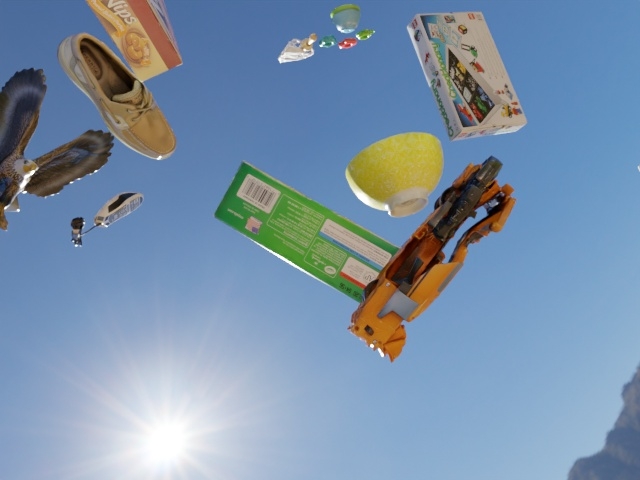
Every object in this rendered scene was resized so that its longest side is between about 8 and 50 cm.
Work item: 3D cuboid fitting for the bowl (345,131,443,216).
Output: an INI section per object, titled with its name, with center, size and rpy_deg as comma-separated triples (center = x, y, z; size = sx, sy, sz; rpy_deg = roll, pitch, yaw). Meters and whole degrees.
[bowl]
center = 0.228, -0.160, 1.525
size = 0.289, 0.156, 0.289
rpy_deg = -13, -21, -5

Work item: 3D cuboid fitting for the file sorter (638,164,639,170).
[file sorter]
center = 0.607, -0.042, 0.686
size = 0.277, 0.173, 0.193
rpy_deg = 19, -39, -23

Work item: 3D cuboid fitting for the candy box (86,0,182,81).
[candy box]
center = -0.342, -0.448, 0.937
size = 0.087, 0.317, 0.183
rpy_deg = -24, -37, 2

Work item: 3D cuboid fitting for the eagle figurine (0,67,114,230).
[eagle figurine]
center = -0.618, -0.174, 1.131
size = 0.298, 0.225, 0.226
rpy_deg = -59, -18, -22

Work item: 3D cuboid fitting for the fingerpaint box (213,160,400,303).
[fingerpaint box]
center = 0.000, 0.000, 1.388
size = 0.163, 0.444, 0.371
rpy_deg = -61, -11, 2

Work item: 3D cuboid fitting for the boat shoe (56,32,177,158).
[boat shoe]
center = -0.396, -0.285, 1.095
size = 0.109, 0.098, 0.302
rpy_deg = -53, -52, -22

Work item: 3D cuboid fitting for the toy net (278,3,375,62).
[toy net]
center = 0.004, -0.476, 1.261
size = 0.122, 0.232, 0.045
rpy_deg = -6, -95, -60

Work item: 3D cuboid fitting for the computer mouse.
[computer mouse]
center = -0.510, -0.065, 1.276
size = 0.193, 0.042, 0.106
rpy_deg = -39, -8, -29

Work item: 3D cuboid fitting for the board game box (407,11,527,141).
[board game box]
center = 0.339, -0.387, 1.244
size = 0.192, 0.053, 0.306
rpy_deg = -11, -104, -22

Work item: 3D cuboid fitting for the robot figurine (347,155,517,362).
[robot figurine]
center = 0.147, 0.021, 0.705
size = 0.291, 0.085, 0.211
rpy_deg = -50, -6, -5
